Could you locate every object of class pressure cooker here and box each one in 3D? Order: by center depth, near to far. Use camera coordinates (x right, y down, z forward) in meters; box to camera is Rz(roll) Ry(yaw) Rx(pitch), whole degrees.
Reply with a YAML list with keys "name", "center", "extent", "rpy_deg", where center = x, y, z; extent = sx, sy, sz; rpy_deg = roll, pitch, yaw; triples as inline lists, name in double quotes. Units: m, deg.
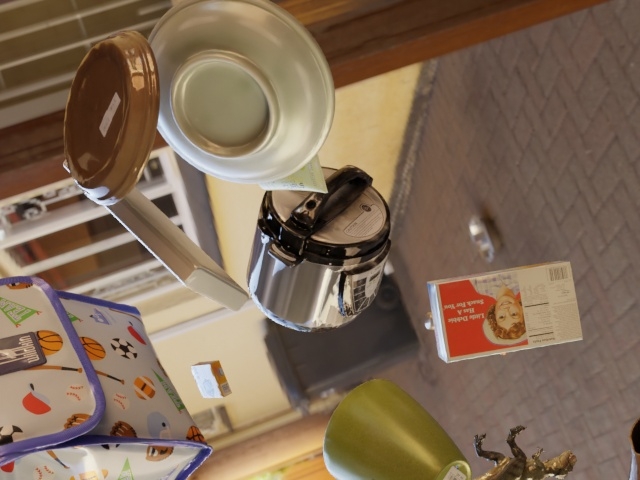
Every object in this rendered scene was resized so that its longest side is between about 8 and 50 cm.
- name: "pressure cooker"
  center: [-0.006, -0.002, 2.393]
  extent: [0.370, 0.375, 0.421]
  rpy_deg: [-105, 23, -47]

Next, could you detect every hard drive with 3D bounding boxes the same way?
- name: "hard drive"
  center: [-0.300, -0.016, 1.617]
  extent: [0.353, 0.047, 0.233]
  rpy_deg: [41, 180, 24]

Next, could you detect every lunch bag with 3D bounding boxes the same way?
- name: "lunch bag"
  center: [-0.399, 0.235, 1.306]
  extent: [0.385, 0.239, 0.328]
  rpy_deg: [21, -156, -48]

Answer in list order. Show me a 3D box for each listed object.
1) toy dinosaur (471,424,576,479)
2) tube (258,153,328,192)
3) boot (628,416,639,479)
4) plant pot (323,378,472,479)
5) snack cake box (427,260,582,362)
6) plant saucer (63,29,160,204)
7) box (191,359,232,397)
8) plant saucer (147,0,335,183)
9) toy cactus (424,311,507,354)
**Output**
- name: "toy dinosaur"
  center: [0.354, 0.421, 1.669]
  extent: [0.064, 0.268, 0.118]
  rpy_deg: [37, -143, -85]
- name: "tube"
  center: [-0.062, -0.148, 1.959]
  extent: [0.070, 0.062, 0.240]
  rpy_deg: [36, 162, -29]
- name: "boot"
  center: [0.465, 0.258, 1.101]
  extent: [0.112, 0.305, 0.115]
  rpy_deg: [-11, 91, 38]
- name: "plant pot"
  center: [0.201, 0.507, 2.050]
  extent: [0.293, 0.274, 0.275]
  rpy_deg: [23, 135, 49]
- name: "snack cake box"
  center: [0.348, 0.133, 1.665]
  extent: [0.089, 0.264, 0.152]
  rpy_deg: [167, 94, -87]
- name: "plant saucer"
  center: [-0.336, -0.195, 1.374]
  extent: [0.277, 0.041, 0.278]
  rpy_deg: [-10, 77, 49]
- name: "box"
  center: [-0.251, 0.315, 1.989]
  extent: [0.136, 0.028, 0.081]
  rpy_deg: [-17, 95, 61]
- name: "plant saucer"
  center: [-0.174, -0.272, 1.691]
  extent: [0.100, 0.400, 0.401]
  rpy_deg: [-65, -34, -55]
- name: "toy cactus"
  center: [0.304, 0.171, 1.818]
  extent: [0.219, 0.180, 0.112]
  rpy_deg: [-136, 47, -69]
